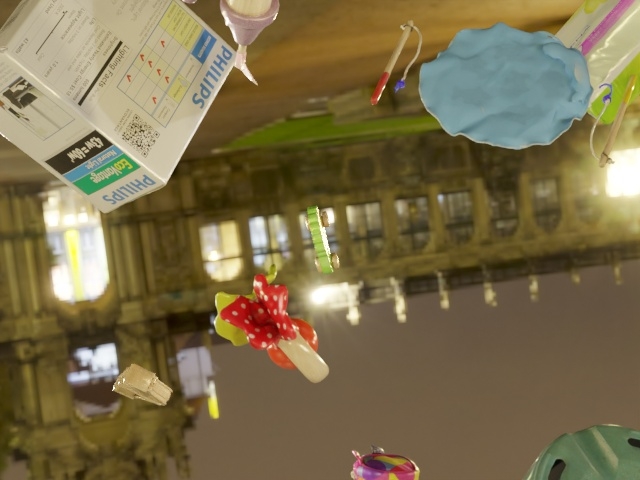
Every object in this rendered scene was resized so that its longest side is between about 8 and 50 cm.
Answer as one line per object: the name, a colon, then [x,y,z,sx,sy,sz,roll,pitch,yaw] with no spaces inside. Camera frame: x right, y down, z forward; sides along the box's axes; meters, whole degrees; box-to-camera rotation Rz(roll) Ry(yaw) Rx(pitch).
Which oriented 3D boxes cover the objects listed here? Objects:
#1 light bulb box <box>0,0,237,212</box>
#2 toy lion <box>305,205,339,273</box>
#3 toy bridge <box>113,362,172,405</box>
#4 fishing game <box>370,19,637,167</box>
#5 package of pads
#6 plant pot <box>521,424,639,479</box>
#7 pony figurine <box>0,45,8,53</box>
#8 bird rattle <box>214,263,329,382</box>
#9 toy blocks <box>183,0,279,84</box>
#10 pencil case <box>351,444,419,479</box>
light bulb box: [-0.405,-0.309,1.909,0.225,0.361,0.358,-19,-141,47]
toy lion: [0.000,0.000,1.449,0.034,0.100,0.096,-13,-173,4]
toy bridge: [-0.213,0.179,1.251,0.063,0.026,0.188,27,163,-8]
fishing game: [0.197,-0.163,1.105,0.264,0.189,0.041,14,145,13]
package of pads: [0.440,-0.315,1.410,0.296,0.101,0.229,-48,-169,15]
plant pot: [0.340,0.429,1.304,0.341,0.334,0.341,7,-138,-6]
pony figurine: [-0.473,-0.264,0.862,0.363,0.351,0.303,-39,178,-12]
bird rattle: [-0.056,0.130,1.574,0.143,0.207,0.253,-46,-165,-12]
toy blocks: [-0.128,-0.319,0.920,0.309,0.288,0.260,-24,154,-29]
pencil case: [0.083,0.431,1.541,0.104,0.236,0.104,6,-173,-1]
